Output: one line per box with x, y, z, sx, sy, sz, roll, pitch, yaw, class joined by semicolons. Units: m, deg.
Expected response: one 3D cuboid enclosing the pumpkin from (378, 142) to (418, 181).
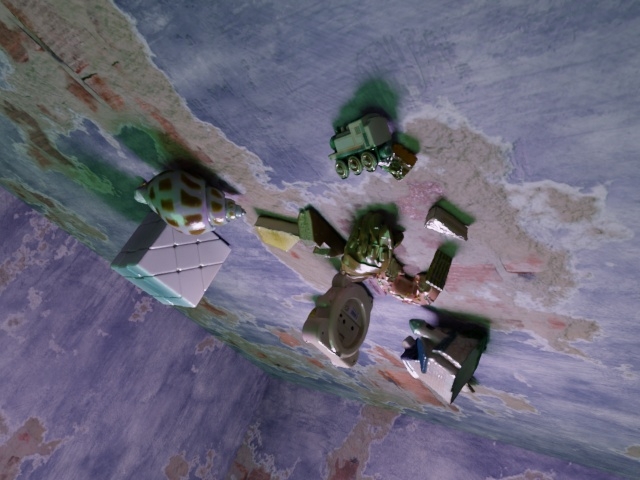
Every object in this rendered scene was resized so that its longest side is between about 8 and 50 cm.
0.181;-0.185;1.082;0.074;0.054;0.083;33;157;-2;pumpkin

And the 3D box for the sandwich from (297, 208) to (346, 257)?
0.000;0.000;1.524;0.090;0.089;0.244;-2;143;48;sandwich

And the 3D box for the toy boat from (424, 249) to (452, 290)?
0.354;0.089;1.345;0.063;0.115;0.016;30;154;-9;toy boat

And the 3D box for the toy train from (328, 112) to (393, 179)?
0.088;-0.219;1.058;0.193;0.080;0.126;-2;111;57;toy train

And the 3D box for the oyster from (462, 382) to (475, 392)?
0.627;0.675;2.183;0.214;0.084;0.222;-2;147;49;oyster

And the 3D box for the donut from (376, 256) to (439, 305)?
0.295;0.151;1.542;0.232;0.085;0.199;19;153;17;donut

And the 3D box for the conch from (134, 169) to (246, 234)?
-0.455;-0.131;1.573;0.367;0.197;0.249;33;-175;-9;conch

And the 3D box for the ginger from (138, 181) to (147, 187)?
-0.634;-0.182;1.796;0.193;0.053;0.176;29;153;12;ginger

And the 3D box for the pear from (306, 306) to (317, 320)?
0.038;0.376;2.055;0.197;0.198;0.197;20;152;11;pear

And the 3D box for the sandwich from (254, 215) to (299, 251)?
-0.130;-0.012;1.654;0.192;0.058;0.163;12;152;21;sandwich

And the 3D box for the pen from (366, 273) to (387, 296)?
0.199;0.152;1.683;0.053;0.032;0.197;6;148;34;pen

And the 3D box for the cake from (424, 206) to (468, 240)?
0.339;-0.039;1.208;0.121;0.052;0.065;30;148;-9;cake

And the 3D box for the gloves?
0.149;0.040;1.409;0.154;0.141;0.331;27;153;1;gloves

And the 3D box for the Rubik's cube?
-0.645;0.073;1.958;0.315;0.319;0.322;-6;138;47;Rubik's cube

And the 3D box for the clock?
0.084;0.304;1.742;0.114;0.310;0.284;-4;141;42;clock

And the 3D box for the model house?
0.456;0.428;1.751;0.284;0.243;0.299;28;144;30;model house
